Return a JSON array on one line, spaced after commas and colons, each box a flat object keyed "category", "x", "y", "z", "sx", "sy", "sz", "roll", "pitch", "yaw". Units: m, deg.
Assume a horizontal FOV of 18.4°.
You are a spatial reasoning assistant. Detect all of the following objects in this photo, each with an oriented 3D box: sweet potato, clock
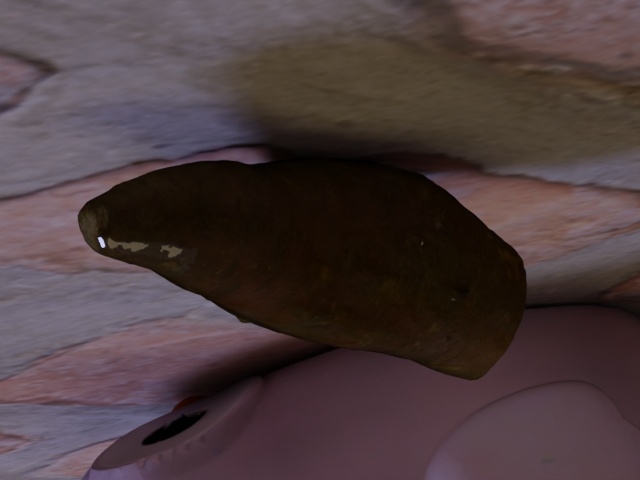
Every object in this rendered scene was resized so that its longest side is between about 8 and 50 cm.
[{"category": "sweet potato", "x": 0.000, "y": 0.000, "z": 0.728, "sx": 0.077, "sy": 0.077, "sz": 0.243, "roll": -20, "pitch": 154, "yaw": 33}, {"category": "clock", "x": 0.043, "y": 0.197, "z": 1.136, "sx": 0.376, "sy": 0.250, "sz": 0.368, "roll": -7, "pitch": 165, "yaw": -17}]
